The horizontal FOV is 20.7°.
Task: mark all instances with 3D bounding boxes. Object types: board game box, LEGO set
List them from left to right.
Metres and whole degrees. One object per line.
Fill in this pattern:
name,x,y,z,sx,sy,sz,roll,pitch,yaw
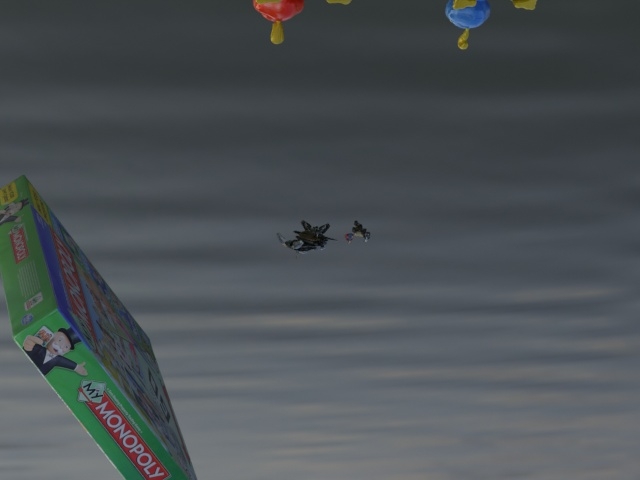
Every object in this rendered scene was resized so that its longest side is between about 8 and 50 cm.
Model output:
board game box,-0.201,0.085,1.516,0.046,0.317,0.213,-33,116,0
LEGO set,0.002,0.001,1.537,0.083,0.023,0.054,3,-157,-3

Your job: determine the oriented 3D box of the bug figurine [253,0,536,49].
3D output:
bug figurine,0.064,-0.258,1.414,0.279,0.072,0.216,-2,121,-33
